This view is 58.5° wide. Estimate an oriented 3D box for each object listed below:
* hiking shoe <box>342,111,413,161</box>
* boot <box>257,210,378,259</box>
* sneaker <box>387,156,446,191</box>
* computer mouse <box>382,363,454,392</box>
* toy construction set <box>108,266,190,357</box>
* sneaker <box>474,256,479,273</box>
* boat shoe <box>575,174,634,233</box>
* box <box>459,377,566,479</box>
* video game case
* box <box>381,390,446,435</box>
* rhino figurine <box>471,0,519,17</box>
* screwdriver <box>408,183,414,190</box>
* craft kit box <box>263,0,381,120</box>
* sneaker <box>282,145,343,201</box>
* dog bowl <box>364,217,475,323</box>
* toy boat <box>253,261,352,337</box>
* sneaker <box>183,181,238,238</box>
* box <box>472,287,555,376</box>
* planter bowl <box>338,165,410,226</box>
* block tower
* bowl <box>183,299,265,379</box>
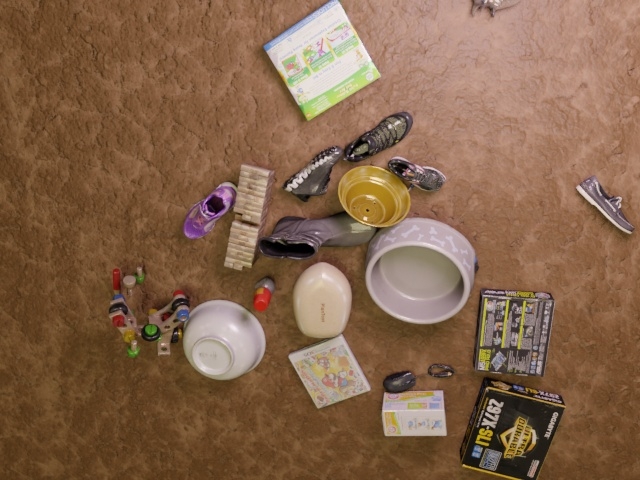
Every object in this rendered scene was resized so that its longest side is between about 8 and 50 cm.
[{"bbox_3d":[0.168,-0.287,1.643,0.227,0.114,0.086,-33,101,18],"label":"hiking shoe"},{"bbox_3d":[0.000,0.000,1.709,0.339,0.222,0.118,-6,107,11],"label":"boot"},{"bbox_3d":[0.271,-0.189,1.658,0.178,0.077,0.071,21,105,16],"label":"sneaker"},{"bbox_3d":[0.326,0.464,1.910,0.242,0.041,0.071,-17,104,14],"label":"computer mouse"},{"bbox_3d":[-0.594,0.263,1.915,0.309,0.258,0.237,44,138,26],"label":"toy construction set"},{"bbox_3d":[0.412,0.093,1.761,0.152,0.058,0.084,-23,95,9],"label":"sneaker"},{"bbox_3d":[0.823,-0.102,1.622,0.206,0.075,0.065,42,113,-1],"label":"boat shoe"},{"bbox_3d":[0.630,0.633,1.900,0.257,0.079,0.321,14,110,6],"label":"box"},{"bbox_3d":[0.031,0.451,1.961,0.207,0.026,0.226,-24,103,16],"label":"video game case"},{"bbox_3d":[0.312,0.577,1.910,0.203,0.114,0.103,-4,109,11],"label":"box"},{"bbox_3d":[0.493,-0.670,1.484,0.243,0.073,0.106,-40,95,20],"label":"rhino figurine"},{"bbox_3d":[0.264,-0.149,1.721,0.024,0.025,0.169,35,107,-4],"label":"screwdriver"},{"bbox_3d":[0.007,-0.510,1.627,0.250,0.061,0.246,-28,100,17],"label":"craft kit box"},{"bbox_3d":[-0.002,-0.193,1.715,0.106,0.078,0.234,44,125,-17],"label":"sneaker"},{"bbox_3d":[0.293,0.105,1.712,0.349,0.102,0.348,9,126,13],"label":"dog bowl"},{"bbox_3d":[-0.058,0.179,1.836,0.319,0.148,0.267,5,114,0],"label":"toy boat"},{"bbox_3d":[-0.357,-0.086,1.801,0.236,0.104,0.095,-41,99,20],"label":"sneaker"},{"bbox_3d":[0.603,0.290,1.797,0.217,0.060,0.269,3,108,9],"label":"box"},{"bbox_3d":[0.149,-0.110,1.695,0.217,0.217,0.090,23,148,1],"label":"planter bowl"},{"bbox_3d":[-0.221,-0.075,1.790,0.091,0.097,0.335,15,112,4],"label":"block tower"},{"bbox_3d":[-0.344,0.360,1.935,0.298,0.134,0.297,3,108,8],"label":"bowl"}]
